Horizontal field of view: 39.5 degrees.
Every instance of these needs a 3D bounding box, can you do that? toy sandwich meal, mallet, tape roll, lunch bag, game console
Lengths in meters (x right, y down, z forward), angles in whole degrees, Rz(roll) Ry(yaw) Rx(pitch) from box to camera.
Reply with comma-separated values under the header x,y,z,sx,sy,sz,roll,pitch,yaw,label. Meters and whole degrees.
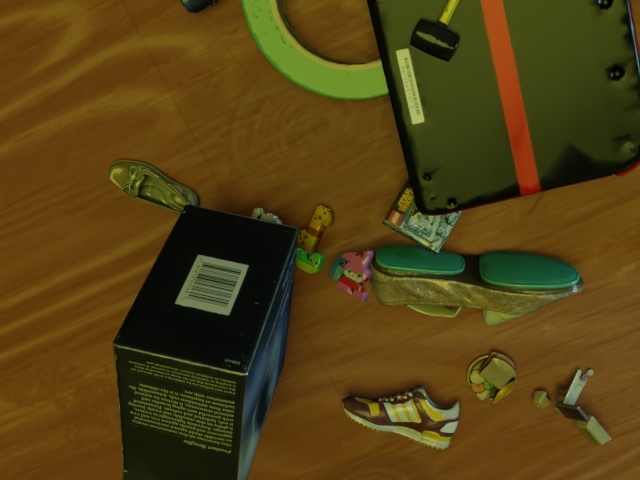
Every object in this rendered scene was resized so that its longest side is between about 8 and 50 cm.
x,y,z,sx,sy,sz,roll,pitch,yaw,label
0.270,0.216,1.392,0.085,0.029,0.086,2,103,8,toy sandwich meal
0.189,-0.323,1.152,0.062,0.039,0.190,32,105,-2,mallet
0.049,-0.363,1.267,0.321,0.077,0.321,2,104,7,tape roll
-0.183,-0.382,1.300,0.065,0.067,0.098,-34,97,15,lunch bag
0.259,-0.245,1.213,0.342,0.060,0.387,-12,104,12,game console

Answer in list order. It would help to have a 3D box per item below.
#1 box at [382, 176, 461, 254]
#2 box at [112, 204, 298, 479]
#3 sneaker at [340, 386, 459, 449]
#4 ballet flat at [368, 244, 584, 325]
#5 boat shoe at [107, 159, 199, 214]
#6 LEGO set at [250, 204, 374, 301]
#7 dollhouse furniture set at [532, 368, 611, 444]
x,y,z,sx,sy,sz,roll,pitch,yaw,label
0.165,-0.061,1.319,0.094,0.027,0.137,32,81,0,box
-0.152,0.161,1.259,0.182,0.296,0.294,13,131,5,box
0.127,0.263,1.411,0.185,0.069,0.084,17,96,-2,sneaker
0.229,0.072,1.341,0.316,0.107,0.106,7,124,12,ballet flat
-0.265,-0.081,1.391,0.153,0.048,0.056,28,105,1,boat shoe
0.000,0.000,1.348,0.227,0.087,0.093,27,99,21,LEGO set
0.408,0.256,1.393,0.114,0.091,0.081,47,63,-26,dollhouse furniture set
